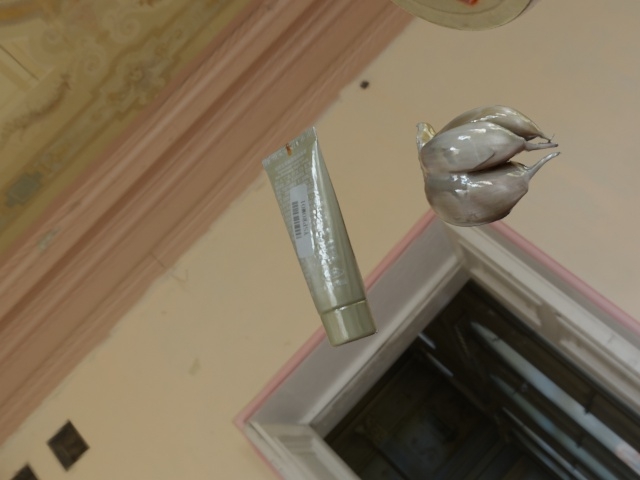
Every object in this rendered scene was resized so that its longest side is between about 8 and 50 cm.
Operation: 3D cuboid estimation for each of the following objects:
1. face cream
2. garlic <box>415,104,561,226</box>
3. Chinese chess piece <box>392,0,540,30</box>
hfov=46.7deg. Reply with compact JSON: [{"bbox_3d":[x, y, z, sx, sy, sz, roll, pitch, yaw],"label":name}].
[{"bbox_3d":[0.000,0.000,1.200,0.084,0.341,0.137,-11,-11,-45],"label":"face cream"},{"bbox_3d":[0.310,-0.155,1.466,0.237,0.291,0.210,-35,-62,-41],"label":"garlic"},{"bbox_3d":[0.140,-0.349,0.795,0.102,0.273,0.273,-55,-24,-17],"label":"Chinese chess piece"}]
